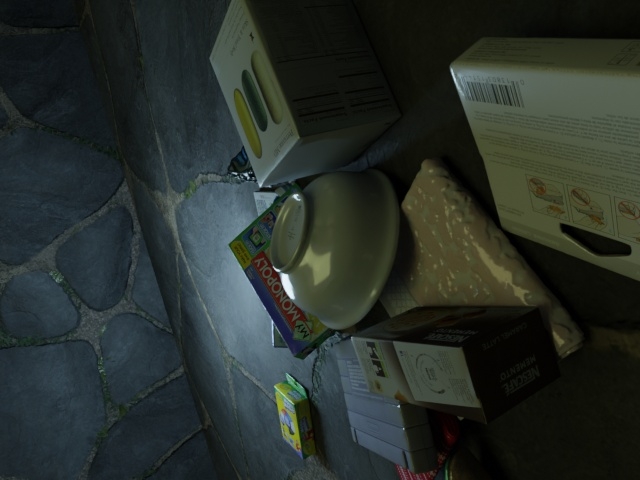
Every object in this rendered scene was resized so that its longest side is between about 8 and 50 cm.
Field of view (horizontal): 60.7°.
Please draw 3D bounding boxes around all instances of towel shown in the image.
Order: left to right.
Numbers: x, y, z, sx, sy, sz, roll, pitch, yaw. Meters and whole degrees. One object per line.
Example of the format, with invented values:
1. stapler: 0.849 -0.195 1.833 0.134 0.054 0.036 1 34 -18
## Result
1. towel: 0.178 0.351 1.030 0.199 0.031 0.275 -112 23 -44
2. towel: 0.206 0.090 0.858 0.332 0.053 0.317 57 148 25

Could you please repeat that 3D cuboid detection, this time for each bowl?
1. bowl: 0.000 0.000 0.958 0.298 0.134 0.298 -40 43 51

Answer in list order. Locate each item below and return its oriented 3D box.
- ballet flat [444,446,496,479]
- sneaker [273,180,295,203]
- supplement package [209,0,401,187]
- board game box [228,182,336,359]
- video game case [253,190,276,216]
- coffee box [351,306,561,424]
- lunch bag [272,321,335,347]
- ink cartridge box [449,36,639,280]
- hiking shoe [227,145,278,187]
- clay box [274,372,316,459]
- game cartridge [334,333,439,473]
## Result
1. ballet flat: 0.291 0.489 0.906 0.106 0.107 0.316 -2 110 41
2. sneaker: -0.086 -0.072 1.283 0.053 0.059 0.144 44 142 39
3. supplement package: -0.035 -0.264 0.932 0.199 0.198 0.263 -36 74 60
4. board game box: -0.044 0.057 1.150 0.317 0.213 0.046 54 -170 31
5. video game case: -0.122 -0.050 1.405 0.143 0.019 0.157 10 114 60
6. coffee box: 0.173 0.157 0.753 0.246 0.141 0.098 -12 97 63
7. lunch bag: -0.043 0.171 1.248 0.096 0.151 0.129 41 140 44
8. ink cartridge box: 0.297 -0.082 0.582 0.296 0.066 0.261 31 157 52
9. hiking shoe: -0.135 -0.201 1.285 0.304 0.113 0.132 11 85 66
10. clay box: -0.077 0.514 1.612 0.127 0.053 0.222 21 124 56
11. game cartridge: 0.112 0.291 1.047 0.355 0.068 0.230 138 126 -73
